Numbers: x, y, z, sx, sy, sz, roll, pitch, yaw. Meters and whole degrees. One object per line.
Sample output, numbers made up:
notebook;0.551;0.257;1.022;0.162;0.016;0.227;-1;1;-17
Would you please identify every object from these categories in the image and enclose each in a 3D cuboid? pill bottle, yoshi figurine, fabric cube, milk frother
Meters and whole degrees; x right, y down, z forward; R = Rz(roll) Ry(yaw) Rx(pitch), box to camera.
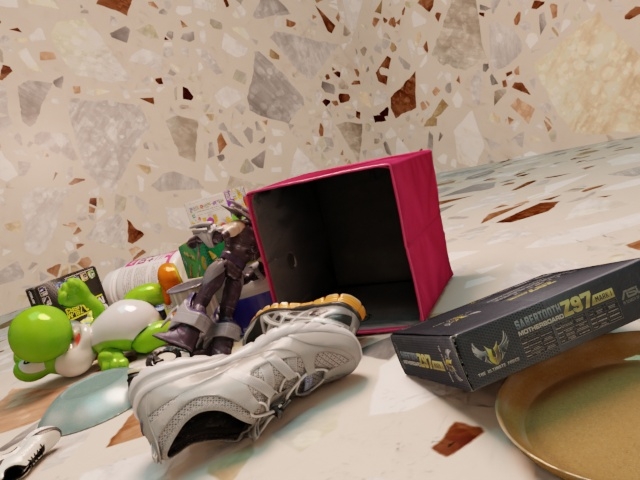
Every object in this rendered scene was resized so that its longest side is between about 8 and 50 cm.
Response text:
pill bottle;-0.464;0.123;1.424;0.283;0.160;0.160;-12;9;25
yoshi figurine;-0.443;0.169;1.007;0.362;0.202;0.203;-21;16;-12
fabric cube;0.067;-0.004;0.890;0.254;0.258;0.258;-9;10;26
milk frother;-0.253;0.153;0.917;0.129;0.134;0.143;-9;11;45

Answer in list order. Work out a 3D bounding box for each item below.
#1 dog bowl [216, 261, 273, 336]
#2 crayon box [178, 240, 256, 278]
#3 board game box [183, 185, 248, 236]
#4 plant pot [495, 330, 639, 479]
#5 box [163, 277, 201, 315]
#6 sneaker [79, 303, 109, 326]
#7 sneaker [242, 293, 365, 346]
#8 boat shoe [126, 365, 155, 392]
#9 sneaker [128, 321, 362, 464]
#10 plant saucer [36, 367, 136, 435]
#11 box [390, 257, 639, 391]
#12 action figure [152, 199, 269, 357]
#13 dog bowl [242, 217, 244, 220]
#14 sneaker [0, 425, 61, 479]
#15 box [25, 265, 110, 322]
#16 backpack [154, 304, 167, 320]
dog bowl;-0.121;0.106;1.079;0.265;0.104;0.265;-16;8;2
crayon box;-0.191;0.017;1.070;0.165;0.081;0.278;-18;2;-24
board game box;-0.284;-0.011;1.566;0.144;0.275;0.142;-14;9;20
plant pot;0.265;0.134;0.405;0.237;0.032;0.236;-17;9;3
box;-0.303;0.140;1.271;0.058;0.087;0.232;-14;10;17
sneaker;-0.577;0.223;1.231;0.126;0.091;0.240;-19;9;-13
sneaker;-0.037;0.144;0.773;0.215;0.084;0.083;-21;30;27
boat shoe;-0.235;0.216;0.801;0.133;0.042;0.049;-6;-26;-16
sneaker;-0.073;0.186;0.603;0.282;0.105;0.115;-15;41;-17
plant saucer;-0.367;0.250;0.832;0.195;0.037;0.195;-15;9;2
box;0.214;0.089;0.561;0.233;0.059;0.183;-19;-5;-12
action figure;-0.159;0.054;0.853;0.099;0.185;0.284;2;61;43
dog bowl;-0.097;-0.016;1.467;0.297;0.165;0.074;17;35;19
sneaker;-0.383;0.285;0.661;0.044;0.040;0.109;6;22;26
box;-0.646;0.180;1.326;0.045;0.184;0.191;-14;7;28
backpack;-0.396;0.170;1.256;0.105;0.084;0.114;-11;7;17
